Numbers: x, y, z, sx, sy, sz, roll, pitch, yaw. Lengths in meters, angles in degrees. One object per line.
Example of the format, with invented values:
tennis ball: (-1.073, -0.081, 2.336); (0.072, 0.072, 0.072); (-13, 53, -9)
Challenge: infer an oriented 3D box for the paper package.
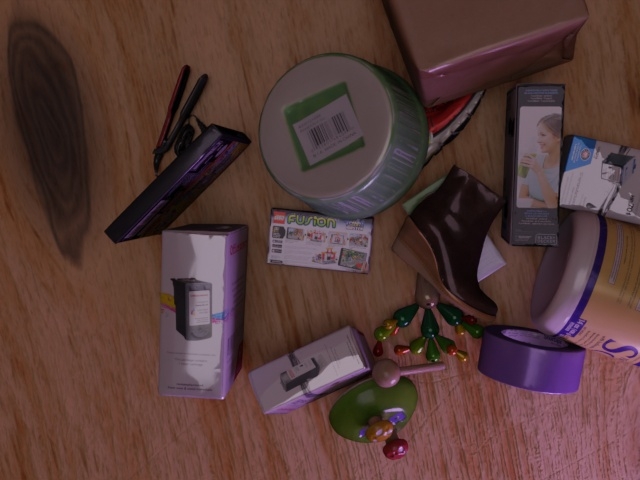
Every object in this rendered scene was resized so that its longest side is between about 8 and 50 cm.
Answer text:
paper package: (0.269, -0.446, 1.372); (0.309, 0.168, 0.325); (-18, 75, 5)

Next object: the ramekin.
ramekin: (0.034, -0.195, 1.423); (0.303, 0.148, 0.303); (-2, 85, 23)

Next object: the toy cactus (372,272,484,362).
toy cactus: (0.208, 0.151, 1.520); (0.219, 0.112, 0.180); (-4, 85, 14)

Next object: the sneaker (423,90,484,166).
sneaker: (0.200, -0.225, 1.476); (0.279, 0.107, 0.118); (-43, 85, 7)

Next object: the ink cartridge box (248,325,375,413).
ink cartridge box: (-0.011, 0.256, 1.504); (0.218, 0.158, 0.092); (-24, 73, 8)

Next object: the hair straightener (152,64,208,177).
hair straightener: (-0.273, -0.228, 1.546); (0.089, 0.047, 0.230); (24, 97, 3)

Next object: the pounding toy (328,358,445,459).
pounding toy: (0.131, 0.337, 1.474); (0.183, 0.110, 0.237); (11, 127, -33)

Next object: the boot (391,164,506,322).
boot: (0.278, 0.008, 1.430); (0.248, 0.090, 0.207); (40, 99, 5)

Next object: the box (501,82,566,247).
box: (0.391, -0.139, 1.434); (0.087, 0.169, 0.290); (2, 97, 8)

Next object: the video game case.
video game case: (-0.259, -0.107, 1.455); (0.275, 0.248, 0.035); (-44, 88, 8)

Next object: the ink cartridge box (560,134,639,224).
ink cartridge box: (0.547, -0.113, 1.464); (0.190, 0.082, 0.140); (13, 97, 5)

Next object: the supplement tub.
supplement tub: (0.577, 0.103, 1.401); (0.331, 0.241, 0.241); (19, 97, 4)

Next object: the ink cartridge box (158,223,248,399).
ink cartridge box: (-0.221, 0.125, 1.486); (0.131, 0.226, 0.306); (2, 95, 4)

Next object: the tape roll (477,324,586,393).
tape roll: (0.396, 0.221, 1.456); (0.189, 0.189, 0.080); (10, 96, 4)

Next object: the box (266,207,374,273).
box: (0.000, 0.000, 1.548); (0.207, 0.036, 0.114); (6, 96, 5)

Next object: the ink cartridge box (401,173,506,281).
ink cartridge box: (0.258, -0.014, 1.509); (0.109, 0.062, 0.209); (-34, 91, 7)
